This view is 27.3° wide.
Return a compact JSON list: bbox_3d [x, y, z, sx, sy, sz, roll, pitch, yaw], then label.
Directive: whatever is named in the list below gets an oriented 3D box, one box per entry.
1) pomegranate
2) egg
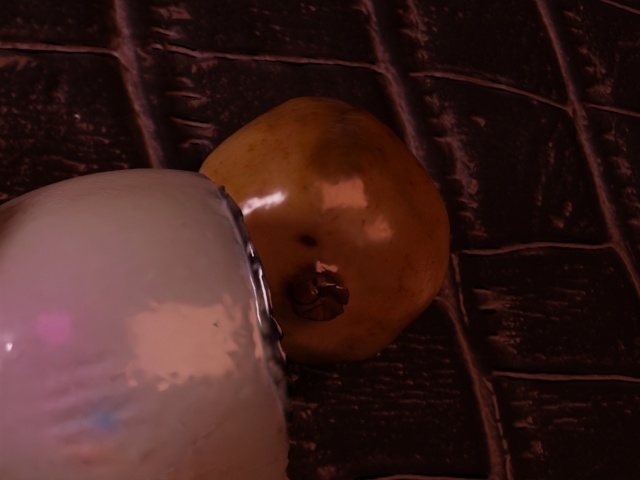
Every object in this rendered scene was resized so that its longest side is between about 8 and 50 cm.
[{"bbox_3d":[-0.002,-0.014,1.435,0.307,0.307,0.307,18,59,-32],"label":"pomegranate"},{"bbox_3d":[-0.229,0.128,1.143,0.339,0.354,0.355,-11,76,-17],"label":"egg"}]
